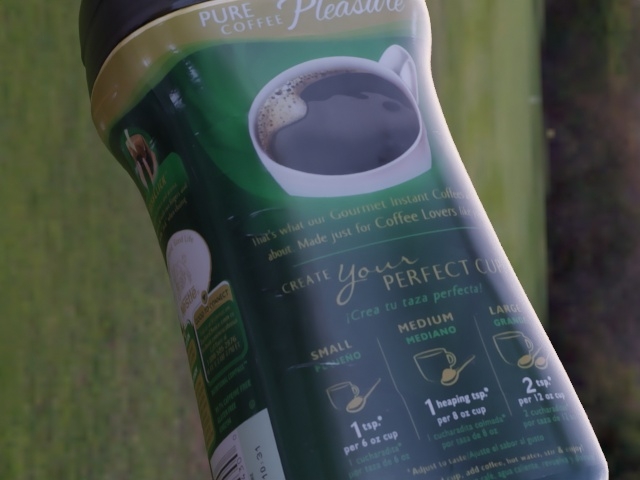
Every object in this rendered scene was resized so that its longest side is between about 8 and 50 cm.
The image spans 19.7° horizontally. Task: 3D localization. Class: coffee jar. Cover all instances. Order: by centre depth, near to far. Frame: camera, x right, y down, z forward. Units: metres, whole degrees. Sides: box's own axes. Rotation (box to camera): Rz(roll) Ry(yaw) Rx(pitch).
[{"bbox_3d":[0.000,0.000,0.491,0.079,0.096,0.184,126,-51,-61],"label":"coffee jar"}]
